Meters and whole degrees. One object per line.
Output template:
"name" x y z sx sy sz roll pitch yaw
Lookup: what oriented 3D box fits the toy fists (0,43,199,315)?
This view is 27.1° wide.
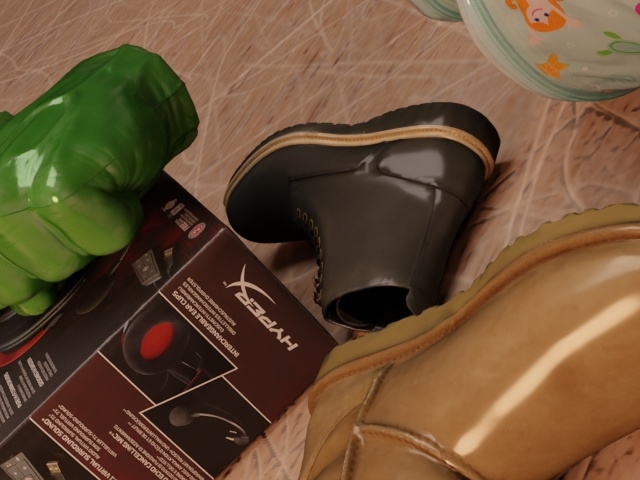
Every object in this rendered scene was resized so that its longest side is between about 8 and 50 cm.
"toy fists" -0.186 -0.013 0.766 0.279 0.096 0.142 -14 27 47

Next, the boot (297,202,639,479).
"boot" 0.049 0.133 0.476 0.236 0.089 0.269 -34 25 42

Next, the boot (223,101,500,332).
"boot" 0.000 0.000 0.767 0.198 0.077 0.137 -18 40 43

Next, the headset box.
"headset box" -0.157 0.099 0.785 0.293 0.110 0.218 -44 26 -4

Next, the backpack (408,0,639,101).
"backpack" 0.133 -0.195 0.654 0.191 0.253 0.225 -20 0 42
